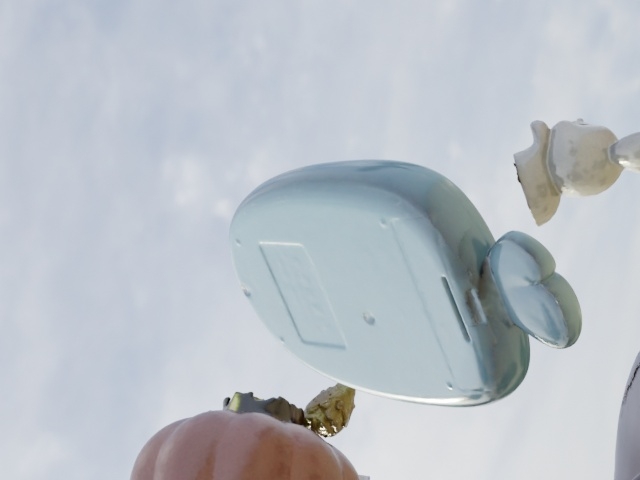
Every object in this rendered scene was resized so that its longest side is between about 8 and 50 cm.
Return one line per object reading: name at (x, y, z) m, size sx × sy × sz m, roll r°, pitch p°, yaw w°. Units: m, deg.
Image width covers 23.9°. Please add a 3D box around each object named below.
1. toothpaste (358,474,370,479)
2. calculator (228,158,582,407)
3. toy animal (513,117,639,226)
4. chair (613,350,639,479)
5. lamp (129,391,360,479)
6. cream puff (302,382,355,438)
toothpaste at (-0.029, 0.363, 2.187) m, size 0.044 × 0.193 × 0.070 m, roll -68°, pitch -13°, yaw -80°
calculator at (0.047, 0.032, 1.034) m, size 0.042 × 0.302 × 0.188 m, roll -36°, pitch -67°, yaw -34°
toy animal at (0.344, -0.110, 1.835) m, size 0.104 × 0.220 × 0.131 m, roll 43°, pitch -148°, yaw -56°
chair at (0.387, 0.190, 1.195) m, size 0.226 × 0.401 × 0.226 m, roll -173°, pitch 90°, yaw -88°
lamp at (-0.091, 0.315, 1.908) m, size 0.305 × 0.305 × 0.240 m, roll 59°, pitch -146°, yaw -55°
cream puff at (0.015, 0.227, 1.997) m, size 0.058 × 0.083 × 0.083 m, roll 62°, pitch -171°, yaw -12°
